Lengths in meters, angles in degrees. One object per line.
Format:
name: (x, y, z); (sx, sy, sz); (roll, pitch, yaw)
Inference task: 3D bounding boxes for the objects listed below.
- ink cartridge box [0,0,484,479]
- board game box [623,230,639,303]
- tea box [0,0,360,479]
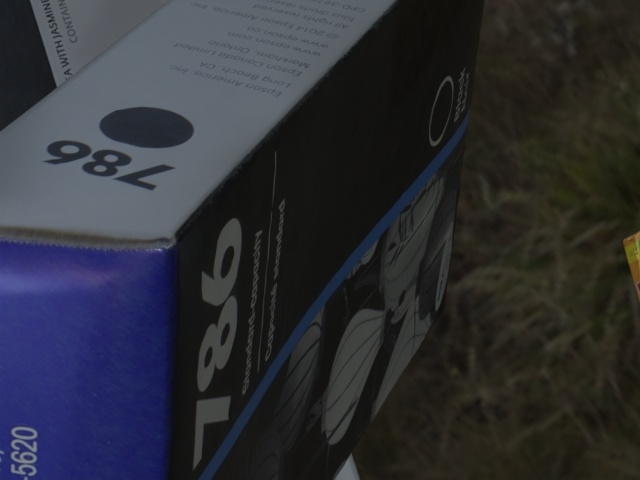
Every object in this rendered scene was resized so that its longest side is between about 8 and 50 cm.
ink cartridge box: (-0.031, 0.021, 0.480); (0.065, 0.165, 0.332); (16, 32, 16)
board game box: (0.329, 0.111, 1.377); (0.039, 0.124, 0.259); (-38, 63, 61)
tea box: (-0.178, 0.052, 0.864); (0.323, 0.220, 0.329); (-16, 78, -7)
